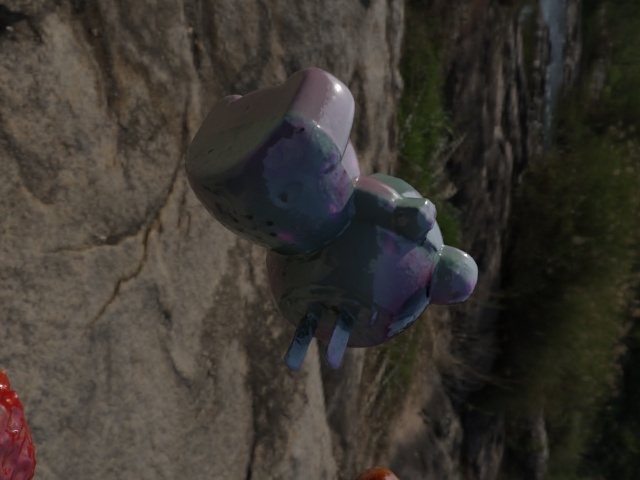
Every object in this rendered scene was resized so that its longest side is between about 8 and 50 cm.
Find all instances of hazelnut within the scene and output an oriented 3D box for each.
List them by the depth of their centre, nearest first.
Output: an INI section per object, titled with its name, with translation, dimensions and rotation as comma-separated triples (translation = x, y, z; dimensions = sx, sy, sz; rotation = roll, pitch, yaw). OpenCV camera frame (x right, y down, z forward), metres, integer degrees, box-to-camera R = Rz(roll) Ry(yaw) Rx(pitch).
[hazelnut]
translation = 0.063, 0.310, 0.942
dimensions = 0.086, 0.086, 0.086
rotation = 6, 90, -69

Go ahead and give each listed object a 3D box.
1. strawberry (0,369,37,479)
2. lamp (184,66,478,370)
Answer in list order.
[strawberry]
translation = -0.322, 0.161, 0.552
dimensions = 0.288, 0.238, 0.250
rotation = -128, -139, -59
[lamp]
translation = 0.000, 0.000, 0.834
dimensions = 0.301, 0.247, 0.247
rotation = 48, 46, -33
